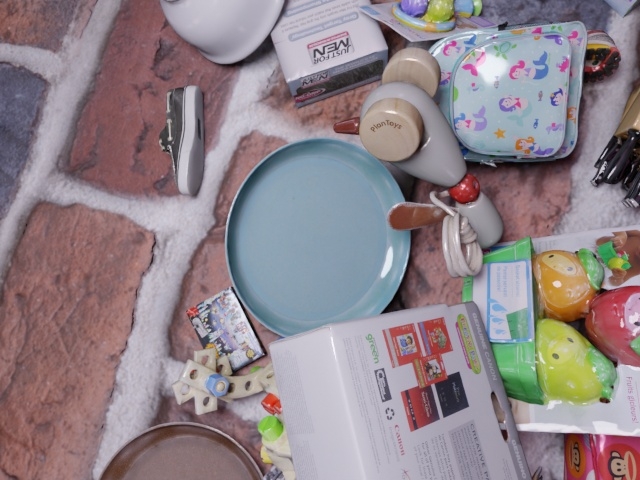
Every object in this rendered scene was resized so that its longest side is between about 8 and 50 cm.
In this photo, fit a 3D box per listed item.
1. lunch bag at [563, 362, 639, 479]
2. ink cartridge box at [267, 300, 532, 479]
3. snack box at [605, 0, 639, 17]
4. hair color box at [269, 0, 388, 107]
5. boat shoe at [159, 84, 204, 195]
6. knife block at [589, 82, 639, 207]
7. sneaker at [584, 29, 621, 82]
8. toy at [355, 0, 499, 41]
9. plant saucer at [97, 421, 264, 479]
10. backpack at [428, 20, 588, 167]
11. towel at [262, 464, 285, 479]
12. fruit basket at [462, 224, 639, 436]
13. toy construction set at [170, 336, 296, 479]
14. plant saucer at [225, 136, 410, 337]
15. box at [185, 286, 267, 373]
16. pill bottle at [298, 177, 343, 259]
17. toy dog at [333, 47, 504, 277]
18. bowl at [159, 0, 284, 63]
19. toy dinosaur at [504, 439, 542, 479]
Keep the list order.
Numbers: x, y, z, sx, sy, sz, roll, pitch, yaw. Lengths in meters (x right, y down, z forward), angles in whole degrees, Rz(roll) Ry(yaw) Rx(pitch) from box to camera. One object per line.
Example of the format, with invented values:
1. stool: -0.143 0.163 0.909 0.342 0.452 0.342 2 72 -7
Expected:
1. lunch bag: 0.511 0.316 0.776 0.259 0.120 0.292 2 78 2
2. ink cartridge box: 0.110 0.245 0.625 0.272 0.130 0.309 -3 73 -39
3. snack box: 0.578 -0.541 0.935 0.207 0.070 0.174 -40 79 0
4. hair color box: -0.020 -0.461 0.964 0.186 0.113 0.374 -18 78 3
5. boat shoe: -0.260 -0.185 0.965 0.070 0.077 0.219 -3 72 5
6. knife block: 0.538 -0.191 0.799 0.088 0.275 0.242 29 55 10
7. sneaker: 0.402 -0.331 0.922 0.226 0.088 0.092 4 54 11
8. toy: 0.194 -0.402 0.883 0.237 0.056 0.137 -21 52 -36
9. plant saucer: -0.228 0.460 0.861 0.311 0.050 0.310 -1 81 6
10. backpack: 0.285 -0.235 0.840 0.254 0.191 0.225 6 110 23
11. towel: 0.052 0.419 0.777 0.235 0.121 0.283 -41 81 -15
12. fruit basket: 0.376 0.106 0.724 0.353 0.165 0.326 -12 48 33
13. toy construction set: -0.065 0.246 0.777 0.328 0.151 0.215 15 48 40
14. plant saucer: 0.000 0.000 0.811 0.318 0.044 0.317 -2 94 -26
15. box: -0.167 0.163 0.915 0.094 0.027 0.137 -30 79 1
16. pill bottle: -0.041 -0.008 0.884 0.121 0.121 0.221 24 84 9
17. toy dog: 0.138 -0.106 0.779 0.161 0.220 0.333 -11 108 41
18. bowl: -0.200 -0.474 0.901 0.298 0.134 0.297 2 93 39
19. toy dinosaur: 0.209 0.312 0.760 0.296 0.200 0.127 42 88 10
